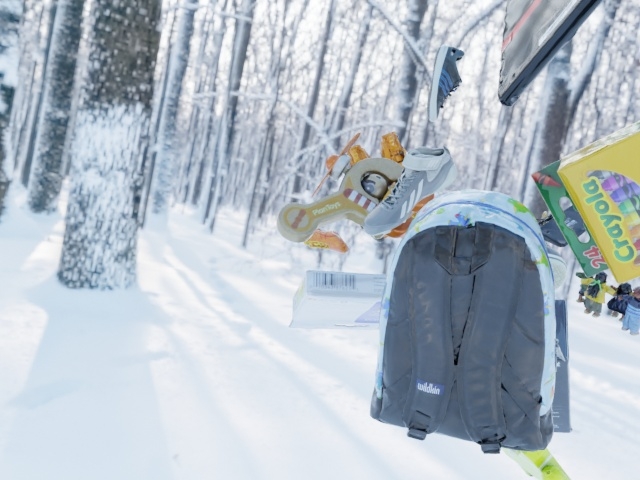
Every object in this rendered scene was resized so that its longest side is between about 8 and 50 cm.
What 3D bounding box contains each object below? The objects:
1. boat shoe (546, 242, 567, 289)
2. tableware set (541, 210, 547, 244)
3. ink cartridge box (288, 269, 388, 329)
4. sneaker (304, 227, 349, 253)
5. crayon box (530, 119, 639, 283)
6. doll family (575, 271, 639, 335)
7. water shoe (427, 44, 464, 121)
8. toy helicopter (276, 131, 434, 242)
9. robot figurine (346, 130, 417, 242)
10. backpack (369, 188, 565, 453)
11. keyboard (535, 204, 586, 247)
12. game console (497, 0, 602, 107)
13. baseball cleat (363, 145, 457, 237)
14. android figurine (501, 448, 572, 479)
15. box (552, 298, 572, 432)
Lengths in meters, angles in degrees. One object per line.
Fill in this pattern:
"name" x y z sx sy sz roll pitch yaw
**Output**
"boat shoe" 0.511 0.038 2.248 0.500 0.187 0.156 10 37 -5
"tableware set" 0.583 -0.031 1.846 0.024 0.104 0.154 4 -25 3
"ink cartridge box" 0.093 0.142 1.651 0.304 0.072 0.307 3 -17 -10
"sneaker" 0.000 0.000 1.833 0.175 0.067 0.064 26 -28 38
"crayon box" 0.489 -0.071 1.045 0.318 0.202 0.081 -28 8 30
"doll family" 0.620 0.119 1.538 0.193 0.111 0.076 25 34 35
"water shoe" 0.329 -0.408 1.888 0.080 0.203 0.073 10 1 2
"toy helicopter" 0.051 -0.096 1.549 0.355 0.235 0.140 -22 -20 -32
"robot figurine" 0.183 -0.136 1.972 0.211 0.291 0.085 -20 2 7
"backpack" 0.219 0.102 1.090 0.290 0.355 0.273 4 36 21
"keyboard" 0.562 -0.033 1.675 0.192 0.038 0.100 -27 49 -38
"game console" 0.442 -0.463 1.284 0.060 0.342 0.386 20 -36 -10
"baseball cleat" 0.149 -0.098 1.299 0.072 0.206 0.109 40 -16 50
"android figurine" 0.423 0.442 1.522 0.273 0.056 0.248 48 -9 -35
"box" 0.432 0.309 1.774 0.343 0.179 0.312 -2 -45 17
